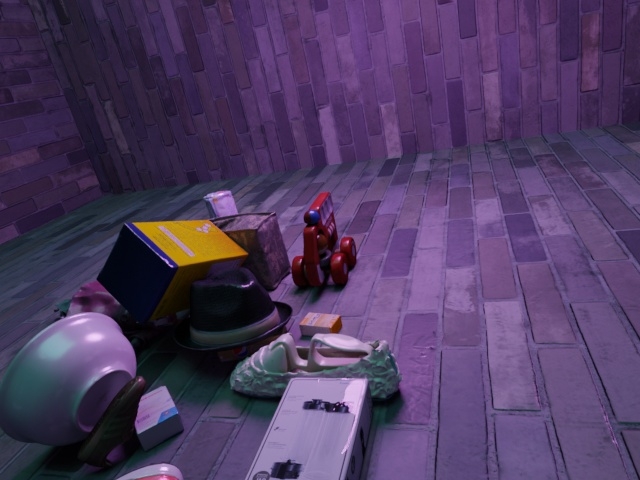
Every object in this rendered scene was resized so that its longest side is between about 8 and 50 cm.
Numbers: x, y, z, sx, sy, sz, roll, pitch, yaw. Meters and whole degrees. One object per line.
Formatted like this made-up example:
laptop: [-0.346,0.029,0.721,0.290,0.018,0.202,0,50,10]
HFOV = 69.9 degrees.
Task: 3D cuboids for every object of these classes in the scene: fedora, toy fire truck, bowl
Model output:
fedora: [-0.243,0.163,1.208,0.334,0.152,0.334,-11,13,3]
toy fire truck: [0.000,0.000,1.493,0.169,0.253,0.302,-5,23,19]
bowl: [-0.503,0.317,0.983,0.134,0.297,0.298,19,34,25]

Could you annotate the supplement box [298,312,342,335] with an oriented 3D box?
supplement box: [0.001,0.226,1.227,0.098,0.036,0.062,-1,24,28]

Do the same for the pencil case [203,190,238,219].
pencil case: [-0.386,-0.066,1.856,0.113,0.273,0.124,-4,15,37]

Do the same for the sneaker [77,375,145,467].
sneaker: [-0.411,0.373,0.946,0.188,0.071,0.066,-55,23,-13]

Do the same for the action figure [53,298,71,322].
action figure: [-0.859,0.251,1.561,0.063,0.137,0.232,-34,19,-17]

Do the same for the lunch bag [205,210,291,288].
lunch bag: [-0.273,0.035,1.582,0.287,0.235,0.169,-2,27,26]

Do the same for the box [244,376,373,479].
box: [-0.011,0.370,0.807,0.169,0.087,0.290,-6,23,17]

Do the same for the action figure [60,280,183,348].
action figure: [-0.579,0.240,1.402,0.370,0.248,0.275,2,-16,9]

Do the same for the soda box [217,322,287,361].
soda box: [-0.176,0.266,1.197,0.181,0.058,0.061,-10,21,7]

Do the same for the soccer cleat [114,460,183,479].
soccer cleat: [-0.380,0.473,0.738,0.318,0.108,0.116,-16,26,-15]

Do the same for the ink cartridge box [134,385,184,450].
ink cartridge box: [-0.362,0.387,1.006,0.089,0.052,0.122,-23,25,-25]

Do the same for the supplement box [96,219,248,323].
supplement box: [-0.413,0.073,1.332,0.195,0.194,0.356,39,17,16]

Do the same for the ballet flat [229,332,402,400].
ballet flat: [-0.024,0.265,1.018,0.409,0.147,0.147,-5,23,20]
